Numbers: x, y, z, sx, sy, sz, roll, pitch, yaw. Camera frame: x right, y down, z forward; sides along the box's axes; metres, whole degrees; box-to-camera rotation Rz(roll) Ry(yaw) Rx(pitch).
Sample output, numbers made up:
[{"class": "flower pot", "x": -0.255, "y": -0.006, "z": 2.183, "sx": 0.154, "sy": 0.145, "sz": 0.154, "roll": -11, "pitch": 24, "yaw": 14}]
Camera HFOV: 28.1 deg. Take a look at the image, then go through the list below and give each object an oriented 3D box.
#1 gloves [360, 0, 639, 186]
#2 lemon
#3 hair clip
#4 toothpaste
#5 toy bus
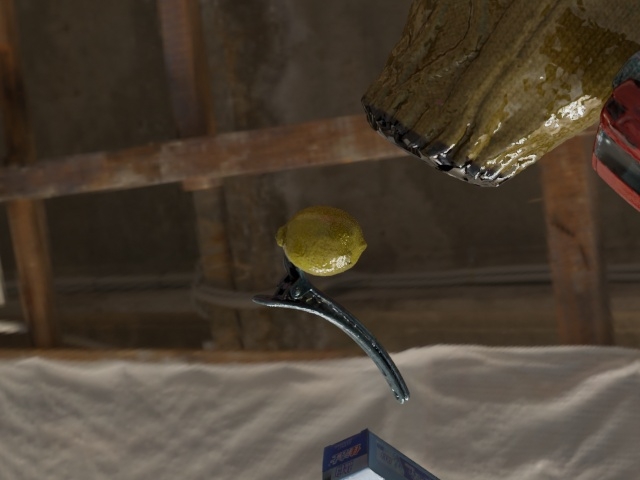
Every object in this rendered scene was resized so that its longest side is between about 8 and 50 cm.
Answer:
[{"class": "gloves", "x": 0.173, "y": -0.192, "z": 0.879, "sx": 0.356, "sy": 0.155, "sz": 0.203, "roll": -45, "pitch": -151, "yaw": 1}, {"class": "lemon", "x": 0.000, "y": 0.000, "z": 1.101, "sx": 0.083, "sy": 0.062, "sz": 0.062, "roll": 4, "pitch": -78, "yaw": 17}, {"class": "hair clip", "x": 0.035, "y": 0.121, "z": 1.653, "sx": 0.083, "sy": 0.275, "sz": 0.048, "roll": -56, "pitch": -154, "yaw": -13}, {"class": "toothpaste", "x": 0.114, "y": 0.285, "z": 1.337, "sx": 0.066, "sy": 0.272, "sz": 0.053, "roll": -31, "pitch": -143, "yaw": 30}, {"class": "toy bus", "x": 0.217, "y": -0.060, "z": 0.768, "sx": 0.081, "sy": 0.195, "sz": 0.089, "roll": 44, "pitch": -62, "yaw": 17}]
